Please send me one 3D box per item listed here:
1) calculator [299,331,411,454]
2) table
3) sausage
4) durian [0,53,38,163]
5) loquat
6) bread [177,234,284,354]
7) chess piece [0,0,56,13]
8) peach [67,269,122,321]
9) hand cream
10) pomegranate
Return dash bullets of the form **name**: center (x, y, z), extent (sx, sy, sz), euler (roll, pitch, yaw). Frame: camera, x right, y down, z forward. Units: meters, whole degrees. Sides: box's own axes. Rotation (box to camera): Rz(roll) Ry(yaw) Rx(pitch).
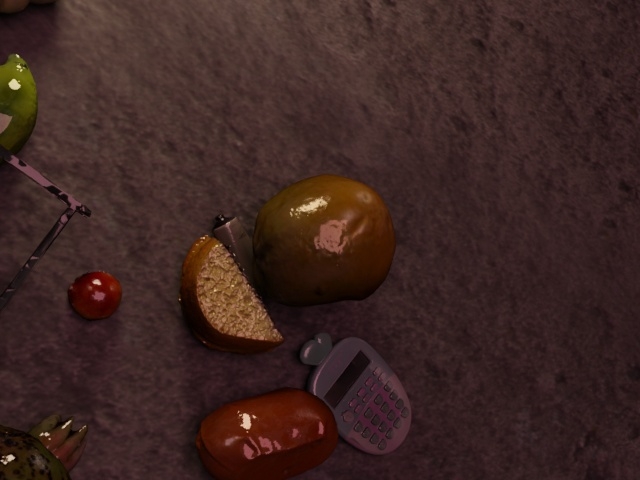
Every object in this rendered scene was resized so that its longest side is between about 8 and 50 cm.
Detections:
- **calculator**: center (0.070, 0.306, 1.721), extent (0.299, 0.041, 0.185), euler (47, 62, -12)
- **table**: center (-0.565, 0.005, 1.313), extent (0.272, 0.222, 0.335), euler (37, 83, -15)
- **sausage**: center (-0.097, 0.363, 1.556), extent (0.268, 0.153, 0.141), euler (-7, 40, -28)
- **durian**: center (-0.574, -0.211, 1.477), extent (0.139, 0.101, 0.250), euler (41, 70, -10)
- **loquat**: center (0.000, 0.000, 1.629), extent (0.284, 0.276, 0.276), euler (-9, 82, -29)
- **bread**: center (-0.185, 0.125, 1.585), extent (0.134, 0.129, 0.260), euler (-36, 94, -22)
- **chess piece**: center (-0.592, -0.469, 1.516), extent (0.299, 0.167, 0.167), euler (-26, 91, -36)
- **peach**: center (-0.400, 0.096, 1.517), extent (0.098, 0.061, 0.098), euler (3, 84, -28)
- **hand cream**: center (-0.153, 0.030, 1.670), extent (0.087, 0.054, 0.186), euler (-36, 102, -34)
- **pomegranate**: center (-0.491, 0.388, 1.315), extent (0.285, 0.285, 0.341), euler (51, 29, -8)
